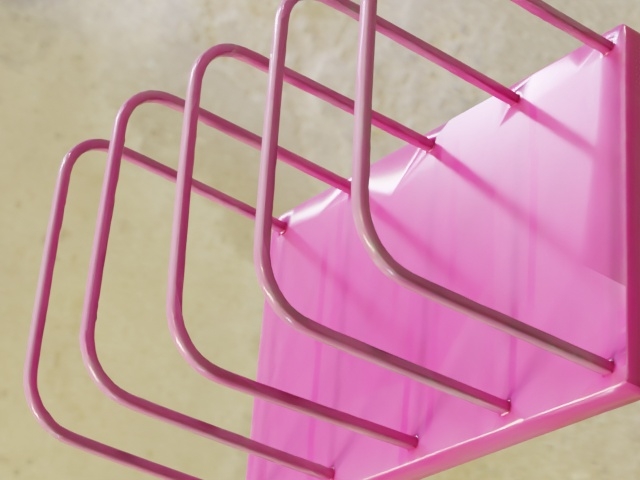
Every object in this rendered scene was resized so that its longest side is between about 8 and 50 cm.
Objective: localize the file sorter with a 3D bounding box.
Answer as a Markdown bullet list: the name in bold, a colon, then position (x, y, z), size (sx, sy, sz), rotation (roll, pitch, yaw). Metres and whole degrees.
- **file sorter**: position (0.000, 0.000, 0.921), size (0.290, 0.182, 0.202), rotation (-28, 47, 44)
